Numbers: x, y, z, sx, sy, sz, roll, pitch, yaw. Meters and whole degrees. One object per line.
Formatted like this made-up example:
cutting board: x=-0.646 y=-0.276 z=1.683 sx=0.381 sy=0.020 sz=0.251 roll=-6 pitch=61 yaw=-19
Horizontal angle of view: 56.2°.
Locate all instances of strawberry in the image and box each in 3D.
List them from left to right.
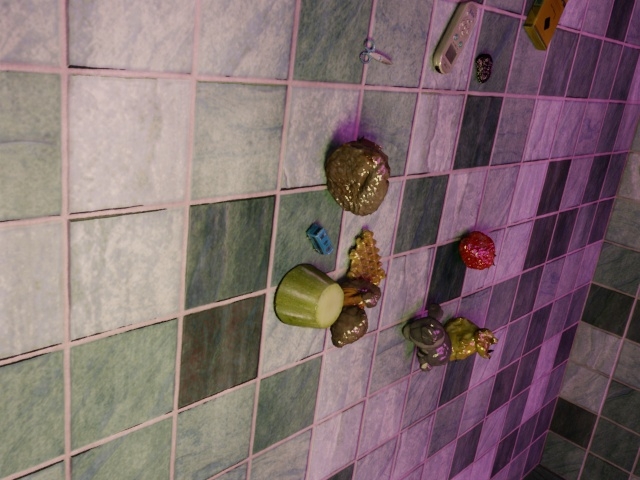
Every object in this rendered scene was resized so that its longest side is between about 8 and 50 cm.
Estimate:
strawberry: x=0.552 y=0.032 z=2.105 sx=0.131 sy=0.131 sz=0.148 roll=-57 pitch=148 yaw=-11

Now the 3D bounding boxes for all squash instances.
squash: x=-0.021 y=0.151 z=1.528 sx=0.170 sy=0.122 sz=0.170 roll=-23 pitch=121 yaw=-46

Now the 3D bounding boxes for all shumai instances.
shumai: x=0.118 y=-0.176 z=1.497 sx=0.175 sy=0.166 sz=0.206 roll=-45 pitch=161 yaw=-37

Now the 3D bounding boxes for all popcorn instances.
popcorn: x=0.528 y=0.367 z=2.182 sx=0.168 sy=0.195 sz=0.174 roll=-32 pitch=123 yaw=-36

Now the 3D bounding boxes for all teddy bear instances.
teddy bear: x=0.076 y=0.197 z=1.605 sx=0.140 sy=0.190 sz=0.177 roll=32 pitch=114 yaw=-19
teddy bear: x=0.359 y=0.309 z=2.021 sx=0.171 sy=0.144 sz=0.251 roll=-66 pitch=147 yaw=-35

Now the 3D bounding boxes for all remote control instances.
remote control: x=0.376 y=-0.570 z=1.680 sx=0.078 sy=0.042 sz=0.221 roll=33 pitch=83 yaw=-51

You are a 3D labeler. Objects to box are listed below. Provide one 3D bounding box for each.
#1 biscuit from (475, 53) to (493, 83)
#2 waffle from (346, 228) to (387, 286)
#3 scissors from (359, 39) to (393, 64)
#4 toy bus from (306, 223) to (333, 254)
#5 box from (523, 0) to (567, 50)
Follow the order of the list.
biscuit: x=0.504 y=-0.532 z=1.852 sx=0.089 sy=0.027 sz=0.087 roll=13 pitch=97 yaw=-51
waffle: x=0.139 y=0.063 z=1.714 sx=0.192 sy=0.046 sz=0.161 roll=27 pitch=88 yaw=-51
scissors: x=0.142 y=-0.456 z=1.491 sx=0.119 sy=0.014 sz=0.058 roll=10 pitch=105 yaw=-47
toy bus: x=0.000 y=0.000 z=1.527 sx=0.038 sy=0.046 sz=0.083 roll=-48 pitch=136 yaw=-21
box: x=0.780 y=-0.804 z=2.020 sx=0.153 sy=0.041 sz=0.279 roll=26 pitch=88 yaw=-51
